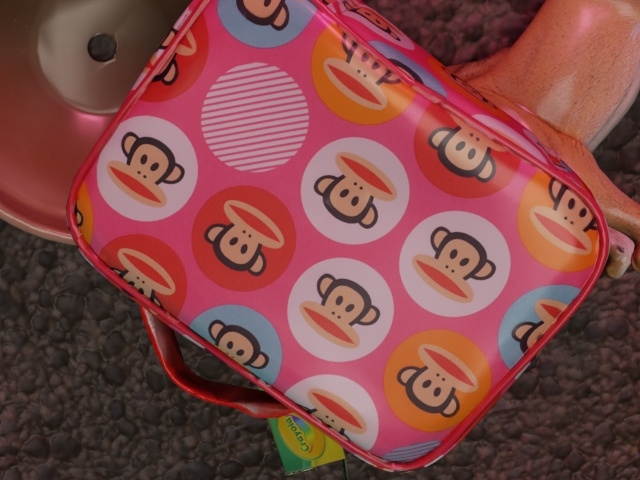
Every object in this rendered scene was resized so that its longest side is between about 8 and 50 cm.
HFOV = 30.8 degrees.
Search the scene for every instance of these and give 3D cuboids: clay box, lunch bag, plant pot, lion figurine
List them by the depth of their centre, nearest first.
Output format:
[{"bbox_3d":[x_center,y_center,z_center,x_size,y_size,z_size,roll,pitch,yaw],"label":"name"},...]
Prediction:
[{"bbox_3d":[0.000,0.000,0.715,0.293,0.120,0.258,38,105,-1],"label":"lunch bag"},{"bbox_3d":[-0.151,-0.124,0.802,0.238,0.109,0.237,-3,113,-8],"label":"plant pot"},{"bbox_3d":[0.189,-0.125,0.839,0.240,0.142,0.392,36,89,1],"label":"lion figurine"},{"bbox_3d":[-0.029,0.074,0.881,0.053,0.127,0.222,-14,110,1],"label":"clay box"}]
